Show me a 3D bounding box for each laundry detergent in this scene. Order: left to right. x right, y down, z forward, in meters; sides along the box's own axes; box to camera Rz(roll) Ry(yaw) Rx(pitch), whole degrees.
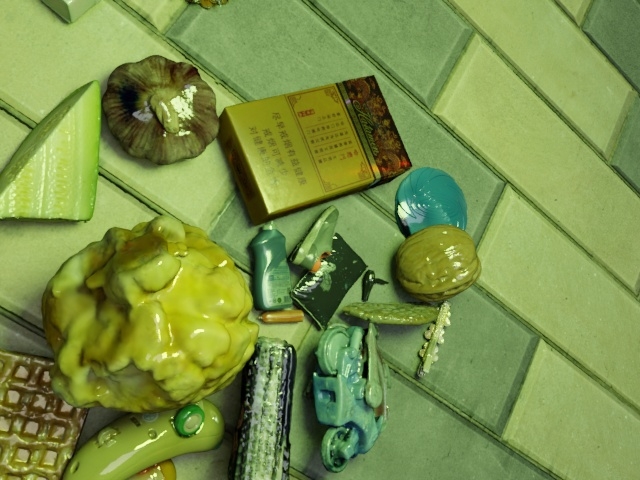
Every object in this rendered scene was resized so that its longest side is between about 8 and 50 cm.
[{"bbox_3d":[-0.113,0.056,1.242,0.096,0.061,0.206,0,84,-33],"label":"laundry detergent"}]

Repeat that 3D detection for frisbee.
[{"bbox_3d":[0.312,-0.085,1.475,0.242,0.045,0.242,4,82,-25],"label":"frisbee"}]

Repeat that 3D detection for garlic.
[{"bbox_3d":[-0.328,-0.277,1.122,0.245,0.160,0.245,3,80,-16],"label":"garlic"}]

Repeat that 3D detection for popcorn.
[{"bbox_3d":[-0.295,0.138,0.967,0.354,0.390,0.344,41,85,-7],"label":"popcorn"}]

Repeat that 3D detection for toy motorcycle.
[{"bbox_3d":[0.088,0.349,1.239,0.241,0.182,0.319,2,82,-26],"label":"toy motorcycle"}]

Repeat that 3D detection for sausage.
[{"bbox_3d":[-0.094,0.177,1.256,0.107,0.031,0.031,0,84,-25],"label":"sausage"}]

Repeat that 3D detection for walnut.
[{"bbox_3d":[0.289,0.058,1.363,0.213,0.213,0.213,3,83,-25],"label":"walnut"}]

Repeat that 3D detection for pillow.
[{"bbox_3d":[0.023,0.094,1.304,0.141,0.055,0.208,50,61,-26],"label":"pillow"}]

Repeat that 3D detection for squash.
[{"bbox_3d":[-0.539,-0.176,1.031,0.203,0.111,0.289,1,88,-53],"label":"squash"}]

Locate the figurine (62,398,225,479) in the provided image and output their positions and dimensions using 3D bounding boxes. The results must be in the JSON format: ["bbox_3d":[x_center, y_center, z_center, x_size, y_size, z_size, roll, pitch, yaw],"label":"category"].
[{"bbox_3d":[-0.331,0.416,1.048,0.324,0.124,0.222,-22,124,-39],"label":"figurine"}]

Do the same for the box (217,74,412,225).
[{"bbox_3d":[-0.006,-0.220,1.281,0.415,0.116,0.264,-22,87,-28],"label":"box"}]

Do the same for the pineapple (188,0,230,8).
[{"bbox_3d":[-0.276,-0.628,1.253,0.221,0.047,0.221,4,80,-22],"label":"pineapple"}]

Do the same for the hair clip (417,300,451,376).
[{"bbox_3d":[0.300,0.260,1.429,0.062,0.056,0.214,26,64,-4],"label":"hair clip"}]

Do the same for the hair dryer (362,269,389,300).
[{"bbox_3d":[0.143,0.117,1.382,0.083,0.031,0.079,10,91,-33],"label":"hair dryer"}]

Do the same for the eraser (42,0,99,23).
[{"bbox_3d":[-0.464,-0.593,1.119,0.130,0.086,0.287,39,71,-5],"label":"eraser"}]

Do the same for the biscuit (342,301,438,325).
[{"bbox_3d":[0.193,0.183,1.334,0.289,0.141,0.038,3,97,-28],"label":"biscuit"}]

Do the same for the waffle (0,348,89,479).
[{"bbox_3d":[-0.556,0.361,0.981,0.213,0.091,0.308,19,75,-22],"label":"waffle"}]

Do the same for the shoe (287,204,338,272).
[{"bbox_3d":[0.001,-0.001,1.278,0.077,0.074,0.194,38,53,-1],"label":"shoe"}]

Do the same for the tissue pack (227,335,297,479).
[{"bbox_3d":[-0.116,0.366,1.109,0.123,0.245,0.332,8,80,-7],"label":"tissue pack"}]
